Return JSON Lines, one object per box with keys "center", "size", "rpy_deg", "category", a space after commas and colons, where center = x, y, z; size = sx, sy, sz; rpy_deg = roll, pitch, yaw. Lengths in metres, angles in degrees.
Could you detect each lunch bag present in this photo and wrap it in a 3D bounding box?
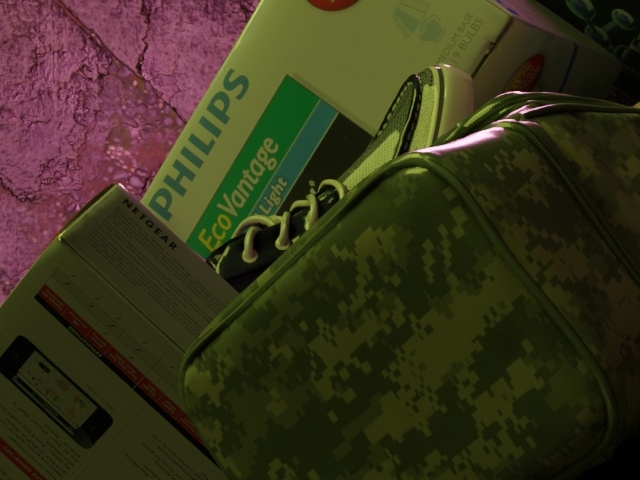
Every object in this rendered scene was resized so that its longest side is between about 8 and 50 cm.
{"center": [0.099, 0.058, 1.086], "size": [0.256, 0.212, 0.305], "rpy_deg": [-23, -16, -48], "category": "lunch bag"}

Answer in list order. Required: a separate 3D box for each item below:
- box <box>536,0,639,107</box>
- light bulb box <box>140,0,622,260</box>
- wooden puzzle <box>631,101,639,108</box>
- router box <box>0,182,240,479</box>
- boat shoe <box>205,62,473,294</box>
{"center": [0.332, -0.292, 1.916], "size": [0.212, 0.293, 0.395], "rpy_deg": [-47, 1, -24], "category": "box"}
{"center": [0.070, -0.107, 1.730], "size": [0.358, 0.225, 0.361], "rpy_deg": [-58, -21, 14], "category": "light bulb box"}
{"center": [0.232, -0.052, 1.417], "size": [0.221, 0.044, 0.239], "rpy_deg": [-47, 7, -19], "category": "wooden puzzle"}
{"center": [-0.117, 0.170, 1.284], "size": [0.301, 0.335, 0.082], "rpy_deg": [-45, 3, 40], "category": "router box"}
{"center": [0.000, 0.000, 1.391], "size": [0.127, 0.158, 0.340], "rpy_deg": [168, 122, -76], "category": "boat shoe"}
